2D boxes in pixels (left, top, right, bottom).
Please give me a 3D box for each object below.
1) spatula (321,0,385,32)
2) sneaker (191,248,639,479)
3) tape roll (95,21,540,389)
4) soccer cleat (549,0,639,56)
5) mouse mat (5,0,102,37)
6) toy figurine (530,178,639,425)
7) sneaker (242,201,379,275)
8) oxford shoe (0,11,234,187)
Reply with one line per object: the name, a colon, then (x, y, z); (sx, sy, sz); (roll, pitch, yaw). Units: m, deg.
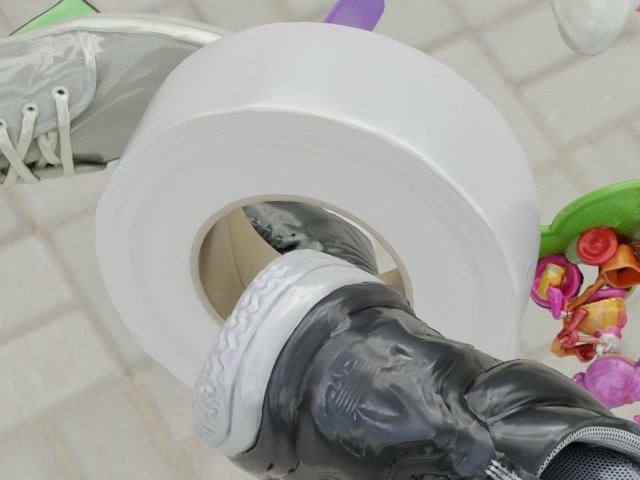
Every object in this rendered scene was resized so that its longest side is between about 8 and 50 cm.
spatula: (0.104, -0.274, 1.549); (0.296, 0.084, 0.030); (-42, 60, -7)
sneaker: (0.058, 0.096, 0.643); (0.153, 0.268, 0.101); (29, 84, 24)
tape roll: (0.000, 0.000, 1.080); (0.286, 0.286, 0.100); (19, 42, 2)
soccer cleat: (0.130, -0.184, 0.843); (0.076, 0.068, 0.196); (18, 63, -22)
mouse mat: (-0.276, -0.160, 1.599); (0.189, 0.007, 0.152); (-37, 53, -17)
toy figurine: (0.210, 0.061, 1.121); (0.173, 0.130, 0.159); (-15, 61, 21)
sneaker: (-0.054, 0.005, 1.571); (0.295, 0.104, 0.147); (22, 22, -27)
oxford shoe: (-0.259, -0.101, 1.403); (0.449, 0.169, 0.130); (-2, 49, -2)
